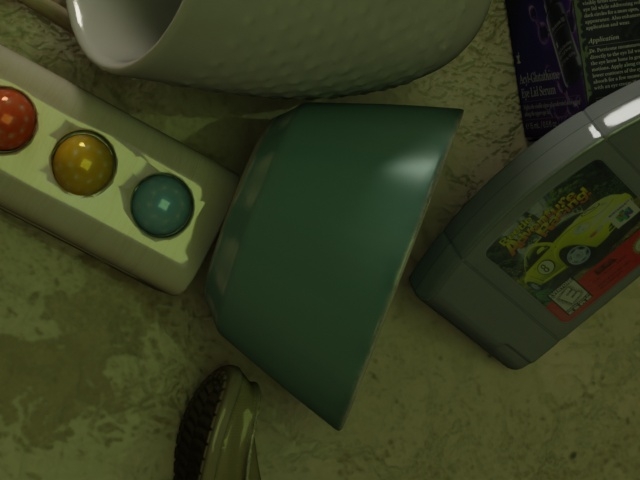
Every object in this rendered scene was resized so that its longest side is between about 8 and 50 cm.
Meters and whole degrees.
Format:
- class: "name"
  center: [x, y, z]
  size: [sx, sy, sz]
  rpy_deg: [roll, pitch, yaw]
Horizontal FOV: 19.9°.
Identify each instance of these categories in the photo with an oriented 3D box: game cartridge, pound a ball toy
- class: "game cartridge"
  center: [0.236, -0.013, 1.734]
  size: [0.294, 0.060, 0.196]
  rpy_deg: [-42, 129, 13]
- class: "pound a ball toy"
  center: [-0.223, -0.113, 1.623]
  size: [0.319, 0.136, 0.208]
  rpy_deg: [29, 82, -18]

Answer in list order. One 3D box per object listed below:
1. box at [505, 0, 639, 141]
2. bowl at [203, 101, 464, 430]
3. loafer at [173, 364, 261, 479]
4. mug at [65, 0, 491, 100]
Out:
- class: "box"
  center: [0.263, -0.208, 1.781]
  size: [0.108, 0.153, 0.207]
  rpy_deg: [-10, 93, -18]
- class: "bowl"
  center: [0.000, 0.000, 1.642]
  size: [0.163, 0.311, 0.311]
  rpy_deg: [20, 84, 3]
- class: "loafer"
  center: [-0.087, 0.248, 1.698]
  size: [0.092, 0.102, 0.268]
  rpy_deg: [8, 97, -20]
- class: "mug"
  center: [-0.007, -0.304, 1.591]
  size: [0.328, 0.276, 0.374]
  rpy_deg: [7, 107, -33]
